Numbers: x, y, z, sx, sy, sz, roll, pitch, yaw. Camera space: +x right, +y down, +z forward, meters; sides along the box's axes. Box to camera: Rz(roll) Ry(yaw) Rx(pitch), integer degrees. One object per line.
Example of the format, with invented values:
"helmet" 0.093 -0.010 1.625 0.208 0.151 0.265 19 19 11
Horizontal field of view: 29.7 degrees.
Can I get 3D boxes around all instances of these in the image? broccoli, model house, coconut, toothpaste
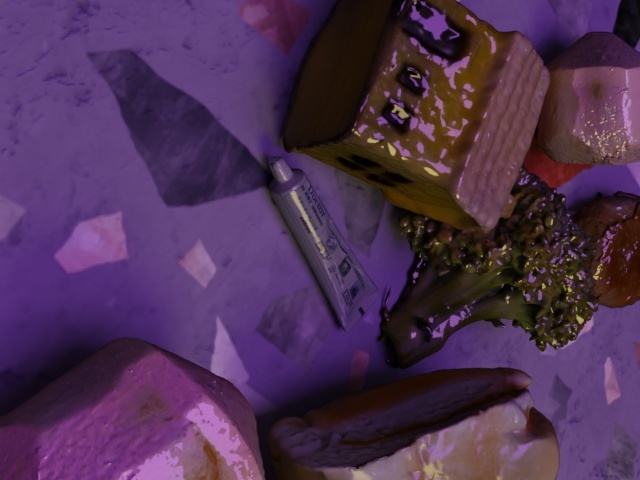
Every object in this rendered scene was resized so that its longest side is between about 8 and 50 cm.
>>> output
"broccoli" 0.200 0.040 1.325 0.273 0.180 0.242 -51 124 -19
"model house" 0.111 -0.130 1.214 0.234 0.175 0.193 28 76 -26
"coconut" -0.162 0.209 1.055 0.245 0.233 0.233 -35 116 -25
"coconut" 0.327 -0.168 1.418 0.147 0.147 0.152 -8 104 -36
"toothpaste" 0.000 0.000 1.261 0.064 0.041 0.218 -48 126 -28

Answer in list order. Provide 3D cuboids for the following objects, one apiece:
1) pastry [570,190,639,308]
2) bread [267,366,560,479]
"pastry" 0.369 0.013 1.511 0.153 0.081 0.153 -9 103 -40
"bread" 0.098 0.306 1.275 0.301 0.210 0.341 -18 108 -22
